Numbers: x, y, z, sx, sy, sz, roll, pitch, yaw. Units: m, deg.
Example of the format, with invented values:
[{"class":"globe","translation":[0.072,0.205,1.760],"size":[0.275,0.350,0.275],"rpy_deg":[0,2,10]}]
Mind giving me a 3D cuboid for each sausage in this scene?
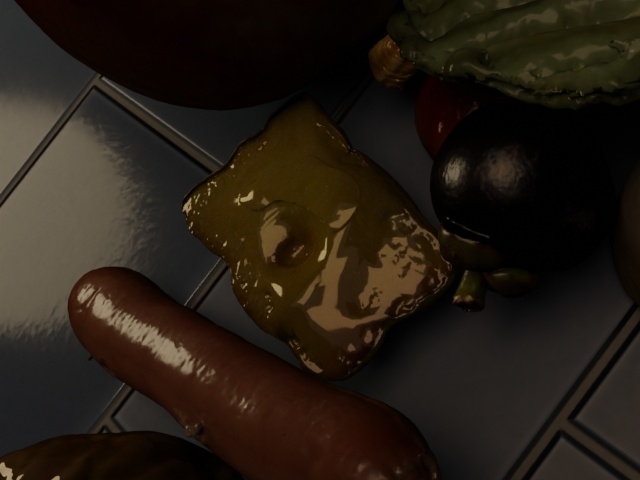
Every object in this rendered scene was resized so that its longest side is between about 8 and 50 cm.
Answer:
[{"class":"sausage","translation":[-0.079,0.110,0.623],"size":[0.419,0.094,0.094],"rpy_deg":[20,67,44]}]

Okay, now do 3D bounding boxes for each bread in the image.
[{"class":"bread","translation":[0.000,0.000,0.671],"size":[0.161,0.088,0.233],"rpy_deg":[-45,57,10]},{"class":"bread","translation":[0.080,-0.177,0.701],"size":[0.083,0.044,0.111],"rpy_deg":[-46,10,26]}]

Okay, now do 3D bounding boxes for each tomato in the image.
[{"class":"tomato","translation":[0.141,-0.127,0.660],"size":[0.155,0.069,0.155],"rpy_deg":[-12,61,24]}]

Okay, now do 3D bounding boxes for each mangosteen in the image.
[{"class":"mangosteen","translation":[0.134,-0.018,0.569],"size":[0.137,0.137,0.151],"rpy_deg":[26,90,35]}]

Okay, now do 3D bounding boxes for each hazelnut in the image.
[{"class":"hazelnut","translation":[-0.103,-0.292,0.724],"size":[0.366,0.366,0.366],"rpy_deg":[-12,63,24]}]

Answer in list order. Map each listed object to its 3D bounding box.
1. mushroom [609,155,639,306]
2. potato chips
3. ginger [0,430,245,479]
[{"class":"mushroom","translation":[0.261,-0.041,0.497],"size":[0.173,0.162,0.236],"rpy_deg":[-10,62,23]},{"class":"potato chips","translation":[0.257,-0.210,0.546],"size":[0.429,0.070,0.358],"rpy_deg":[-9,39,28]},{"class":"ginger","translation":[-0.154,0.266,0.558],"size":[0.223,0.200,0.269],"rpy_deg":[-29,57,13]}]
